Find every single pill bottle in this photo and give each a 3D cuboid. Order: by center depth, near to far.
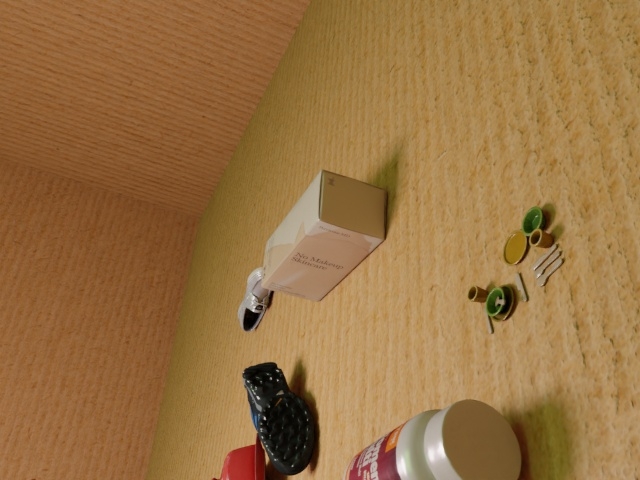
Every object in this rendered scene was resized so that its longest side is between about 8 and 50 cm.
[{"bbox_3d":[0.123,0.269,0.771,0.221,0.121,0.121,127,154,-48],"label":"pill bottle"}]

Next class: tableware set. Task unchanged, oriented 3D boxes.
[{"bbox_3d":[0.232,0.034,0.820,0.104,0.024,0.154,-91,24,-45],"label":"tableware set"}]

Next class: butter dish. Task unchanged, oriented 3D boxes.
[{"bbox_3d":[-0.172,0.511,1.390,0.160,0.118,0.160,-95,3,-51],"label":"butter dish"}]

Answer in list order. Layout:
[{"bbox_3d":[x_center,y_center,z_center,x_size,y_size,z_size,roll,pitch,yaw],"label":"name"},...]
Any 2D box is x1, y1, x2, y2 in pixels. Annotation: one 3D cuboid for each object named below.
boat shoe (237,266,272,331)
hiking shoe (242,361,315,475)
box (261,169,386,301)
[{"bbox_3d":[-0.174,0.170,1.857,0.081,0.079,0.227,-105,30,-44],"label":"boat shoe"},{"bbox_3d":[-0.077,0.376,1.358,0.304,0.113,0.132,-123,22,-60],"label":"hiking shoe"},{"bbox_3d":[0.000,0.000,1.359,0.311,0.148,0.121,130,150,-54],"label":"box"}]
